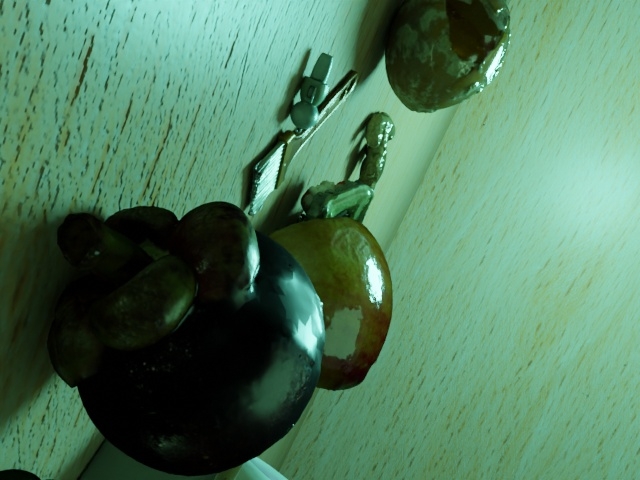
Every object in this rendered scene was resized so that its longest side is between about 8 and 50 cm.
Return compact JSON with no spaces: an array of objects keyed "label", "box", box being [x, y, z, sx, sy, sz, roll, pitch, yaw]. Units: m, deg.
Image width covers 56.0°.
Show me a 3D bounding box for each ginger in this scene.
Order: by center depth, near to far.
[{"label":"ginger","box":[0.106,-0.158,1.261,0.149,0.065,0.258,-56,165,-42]}]

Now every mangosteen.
[{"label":"mangosteen","box":[-0.109,0.060,0.471,0.211,0.211,0.250,-58,137,-27]}]

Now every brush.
[{"label":"brush","box":[-0.014,-0.154,0.826,0.314,0.017,0.090,-54,169,-40]}]

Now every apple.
[{"label":"apple","box":[0.018,0.089,0.934,0.346,0.179,0.253,8,93,-57]}]

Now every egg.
[{"label":"egg","box":[0.202,-0.318,0.981,0.233,0.195,0.195,-53,174,23]}]

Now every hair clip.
[{"label":"hair clip","box":[-0.001,-0.001,1.043,0.138,0.091,0.321,-25,152,-27]}]

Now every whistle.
[{"label":"whistle","box":[-0.010,-0.177,0.731,0.100,0.035,0.035,-67,169,16]}]

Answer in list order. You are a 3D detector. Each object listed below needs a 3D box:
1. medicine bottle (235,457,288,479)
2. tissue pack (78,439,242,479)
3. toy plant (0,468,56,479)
[{"label":"medicine bottle","box":[-0.190,0.680,1.370,0.324,0.256,0.256,-53,167,-11]},{"label":"tissue pack","box":[-0.208,0.318,0.722,0.246,0.136,0.159,-59,168,-22]},{"label":"toy plant","box":[-0.261,0.273,0.426,0.243,0.113,0.232,98,16,-75]}]
